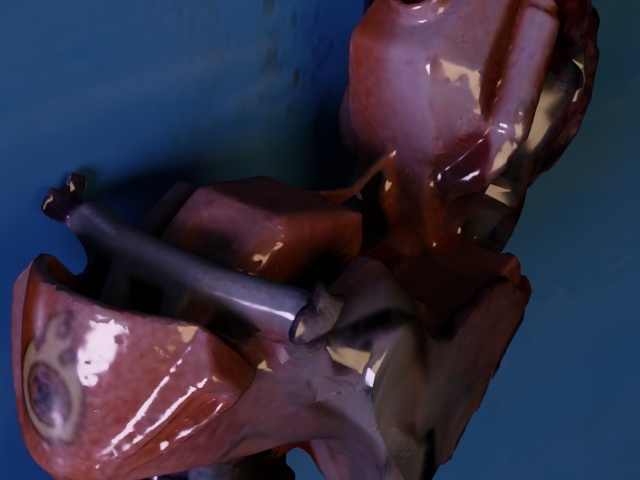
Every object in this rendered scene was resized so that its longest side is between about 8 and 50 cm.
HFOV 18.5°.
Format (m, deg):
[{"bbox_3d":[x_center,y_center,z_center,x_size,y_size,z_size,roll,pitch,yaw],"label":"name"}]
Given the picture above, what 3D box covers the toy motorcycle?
[{"bbox_3d":[0.000,0.000,0.475,0.212,0.084,0.118,-55,141,-17],"label":"toy motorcycle"}]
